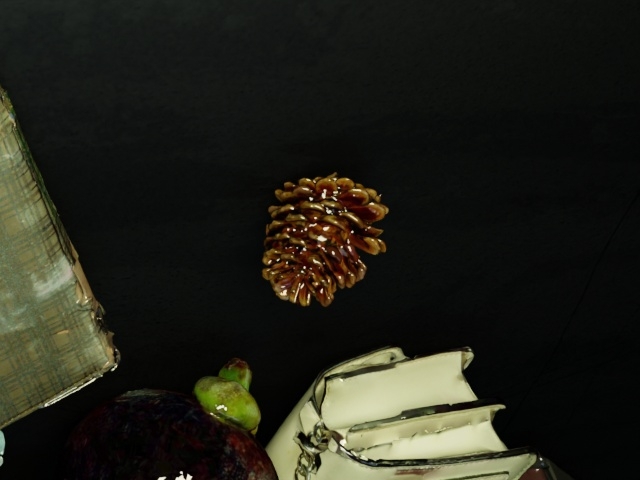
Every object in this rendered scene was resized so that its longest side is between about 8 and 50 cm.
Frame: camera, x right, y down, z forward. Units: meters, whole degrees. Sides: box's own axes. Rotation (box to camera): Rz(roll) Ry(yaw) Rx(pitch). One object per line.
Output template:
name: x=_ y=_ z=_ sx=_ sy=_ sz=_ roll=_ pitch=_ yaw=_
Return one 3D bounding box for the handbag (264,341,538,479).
handbag: x=0.019 y=0.271 z=1.234 sx=0.237 sy=0.160 sz=0.358 roll=-4 pitch=139 yaw=-38

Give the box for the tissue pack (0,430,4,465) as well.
tissue pack: x=-0.401 y=0.149 z=0.933 sx=0.177 sy=0.089 sz=0.263 roll=-33 pitch=144 yaw=15

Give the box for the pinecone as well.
pinecone: x=-0.003 y=-0.002 z=0.941 sx=0.109 sy=0.102 sz=0.102 roll=-47 pitch=152 yaw=-27

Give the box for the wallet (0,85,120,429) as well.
wallet: x=-0.256 y=0.018 z=0.828 sx=0.169 sy=0.044 sz=0.317 roll=-29 pitch=138 yaw=-15

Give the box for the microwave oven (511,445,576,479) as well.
microwave oven: x=0.266 y=0.393 z=1.491 sx=0.178 sy=0.188 sz=0.247 roll=-33 pitch=141 yaw=13

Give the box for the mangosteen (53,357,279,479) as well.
mangosteen: x=-0.130 y=0.221 z=1.083 sx=0.216 sy=0.216 sz=0.216 roll=-14 pitch=142 yaw=-11
